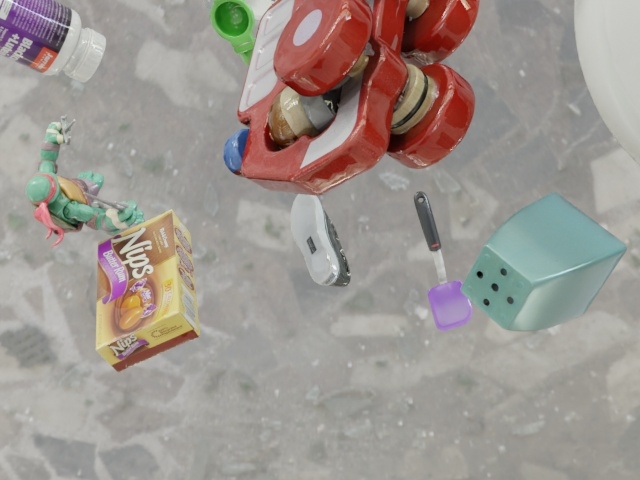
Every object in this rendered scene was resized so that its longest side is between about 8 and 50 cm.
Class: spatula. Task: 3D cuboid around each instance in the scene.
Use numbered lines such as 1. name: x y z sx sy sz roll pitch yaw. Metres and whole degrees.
1. spatula: 0.243 0.040 1.850 0.084 0.030 0.296 -17 102 -2

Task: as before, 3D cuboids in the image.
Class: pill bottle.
1. pill bottle: -0.421 -0.309 1.319 0.194 0.108 0.108 23 120 -34

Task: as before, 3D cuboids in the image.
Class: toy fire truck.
1. toy fire truck: 0.006 -0.168 0.886 0.169 0.302 0.254 29 143 -30

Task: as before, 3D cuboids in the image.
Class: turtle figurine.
1. turtle figurine: -0.307 -0.063 1.123 0.118 0.234 0.175 -34 81 0

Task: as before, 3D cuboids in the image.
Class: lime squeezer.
1. lime squeezer: -0.089 -0.284 1.132 0.059 0.109 0.310 3 160 33

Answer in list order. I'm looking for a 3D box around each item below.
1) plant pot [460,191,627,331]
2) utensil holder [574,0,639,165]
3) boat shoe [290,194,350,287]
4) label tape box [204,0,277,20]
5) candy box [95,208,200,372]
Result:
1. plant pot: 0.359 0.049 1.508 0.234 0.165 0.165 -17 140 -44
2. utensil holder: 0.397 -0.193 0.567 0.328 0.385 0.327 1 85 -10
3. boat shoe: 0.000 0.000 1.075 0.040 0.142 0.049 22 128 -39
4. label tape box: 0.027 -0.403 1.358 0.348 0.249 0.115 21 129 34
5. candy box: -0.206 0.055 1.063 0.109 0.186 0.053 -24 132 9
